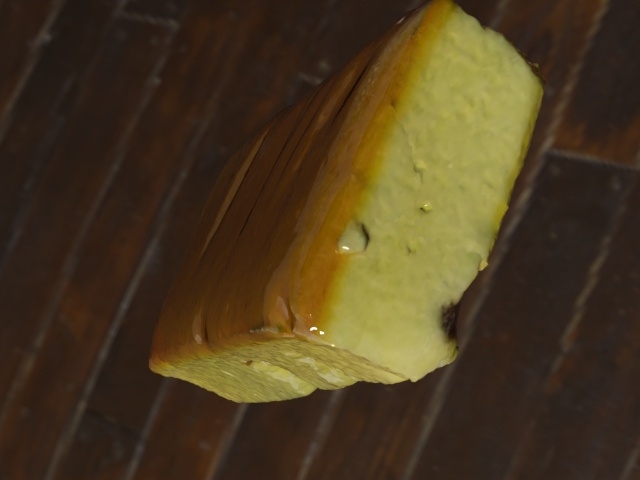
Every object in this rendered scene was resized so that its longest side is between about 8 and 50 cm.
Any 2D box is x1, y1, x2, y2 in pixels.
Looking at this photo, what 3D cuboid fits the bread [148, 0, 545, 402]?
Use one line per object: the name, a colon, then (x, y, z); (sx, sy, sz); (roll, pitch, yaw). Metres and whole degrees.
bread: (0.000, 0.000, 0.841); (0.138, 0.077, 0.361); (-67, 10, -11)
